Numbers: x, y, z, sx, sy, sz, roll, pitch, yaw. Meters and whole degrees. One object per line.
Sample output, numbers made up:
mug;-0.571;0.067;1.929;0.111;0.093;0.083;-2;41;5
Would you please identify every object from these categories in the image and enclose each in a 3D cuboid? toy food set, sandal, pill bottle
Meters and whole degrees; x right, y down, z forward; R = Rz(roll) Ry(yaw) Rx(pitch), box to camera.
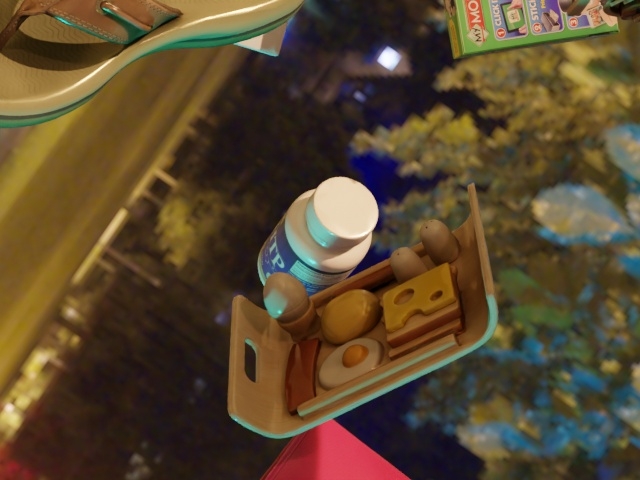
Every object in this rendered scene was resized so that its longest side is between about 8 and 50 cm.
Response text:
toy food set;0.042;0.065;1.657;0.306;0.092;0.220;-27;-151;15
sandal;-0.134;-0.166;0.997;0.303;0.120;0.086;-26;160;-30
toy food set;0.376;-0.263;1.728;0.132;0.192;0.038;119;-38;-78
pill bottle;0.000;0.000;1.933;0.112;0.112;0.186;-58;-177;-33

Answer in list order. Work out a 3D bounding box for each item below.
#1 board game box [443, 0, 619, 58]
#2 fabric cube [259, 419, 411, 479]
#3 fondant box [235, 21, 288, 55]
board game box;0.245;-0.400;1.959;0.046;0.213;0.317;173;-92;-78
fabric cube;-0.006;0.412;1.863;0.254;0.258;0.259;-49;175;-45
fondant box;-0.142;-0.384;1.976;0.330;0.096;0.238;7;101;-60
